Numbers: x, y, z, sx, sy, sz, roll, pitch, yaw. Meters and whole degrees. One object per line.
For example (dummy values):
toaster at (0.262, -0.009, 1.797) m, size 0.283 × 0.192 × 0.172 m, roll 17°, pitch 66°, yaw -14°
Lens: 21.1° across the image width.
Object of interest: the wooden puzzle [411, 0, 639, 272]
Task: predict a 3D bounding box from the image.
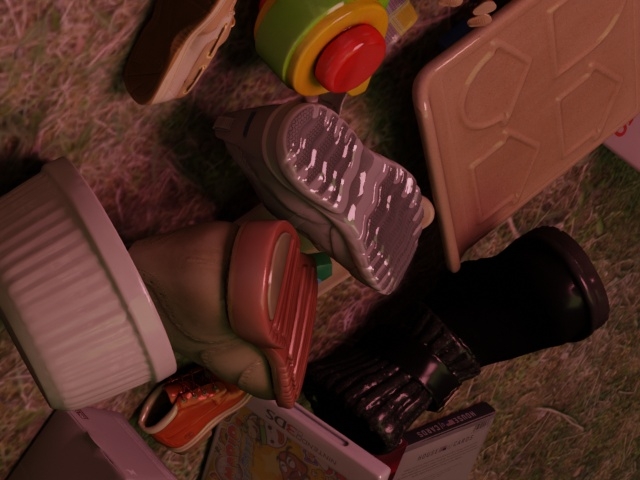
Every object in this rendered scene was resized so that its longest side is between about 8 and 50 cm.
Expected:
wooden puzzle at (0.222, -0.170, 1.835) m, size 0.348 × 0.080 × 0.322 m, roll -42°, pitch 149°, yaw -17°

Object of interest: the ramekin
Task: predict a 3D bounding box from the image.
ramekin at (-0.216, 0.044, 1.438) m, size 0.109 × 0.207 × 0.207 m, roll -27°, pitch 145°, yaw -12°

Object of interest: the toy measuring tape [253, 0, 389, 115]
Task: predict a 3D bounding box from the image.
toy measuring tape at (-0.015, -0.148, 1.555) m, size 0.121 × 0.121 × 0.330 m, roll -25°, pitch 153°, yaw -31°

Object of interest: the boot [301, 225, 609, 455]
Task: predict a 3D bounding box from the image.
boot at (0.143, 0.119, 1.884) m, size 0.260 × 0.131 × 0.348 m, roll -32°, pitch -179°, yaw -24°

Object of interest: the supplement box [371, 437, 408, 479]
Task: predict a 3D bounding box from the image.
supplement box at (0.009, 0.333, 2.141) m, size 0.130 × 0.073 × 0.239 m, roll -14°, pitch 135°, yaw -39°

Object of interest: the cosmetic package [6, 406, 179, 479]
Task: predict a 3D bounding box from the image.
cosmetic package at (-0.262, 0.293, 1.729) m, size 0.238 × 0.127 × 0.107 m, roll -51°, pitch 148°, yaw 10°

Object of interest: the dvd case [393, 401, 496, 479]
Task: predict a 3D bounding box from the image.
dvd case at (0.136, 0.335, 2.334) m, size 0.179 × 0.029 × 0.239 m, roll -15°, pitch 136°, yaw -40°

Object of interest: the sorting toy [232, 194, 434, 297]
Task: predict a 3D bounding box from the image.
sorting toy at (0.000, 0.000, 1.730) m, size 0.193 × 0.038 × 0.208 m, roll -33°, pitch 153°, yaw 18°

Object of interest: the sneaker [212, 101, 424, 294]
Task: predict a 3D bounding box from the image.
sneaker at (0.005, -0.049, 1.585) m, size 0.105 × 0.115 × 0.281 m, roll -61°, pitch 142°, yaw -19°

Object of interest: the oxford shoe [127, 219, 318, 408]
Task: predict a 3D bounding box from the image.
oxford shoe at (-0.086, 0.063, 1.630) m, size 0.397 × 0.146 × 0.140 m, roll 76°, pitch 22°, yaw -68°

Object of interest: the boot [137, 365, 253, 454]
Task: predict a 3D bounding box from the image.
boot at (-0.123, 0.156, 1.805) m, size 0.158 × 0.059 × 0.084 m, roll -48°, pitch 143°, yaw 4°

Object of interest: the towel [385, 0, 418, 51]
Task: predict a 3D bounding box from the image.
towel at (0.063, -0.216, 1.650) m, size 0.060 × 0.009 × 0.083 m, roll -43°, pitch 148°, yaw -4°

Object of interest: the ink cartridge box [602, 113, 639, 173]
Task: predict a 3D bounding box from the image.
ink cartridge box at (0.492, -0.123, 2.012) m, size 0.115 × 0.273 × 0.198 m, roll 3°, pitch 124°, yaw -54°

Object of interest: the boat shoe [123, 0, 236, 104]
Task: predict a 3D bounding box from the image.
boat shoe at (-0.104, -0.186, 1.444) m, size 0.059 × 0.063 × 0.170 m, roll -4°, pitch 138°, yaw -51°

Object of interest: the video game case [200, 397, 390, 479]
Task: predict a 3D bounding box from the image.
video game case at (-0.038, 0.280, 1.900) m, size 0.026 × 0.206 × 0.227 m, roll -33°, pitch 149°, yaw -47°

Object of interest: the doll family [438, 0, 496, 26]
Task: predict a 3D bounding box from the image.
doll family at (0.124, -0.286, 1.558) m, size 0.076 × 0.111 × 0.193 m, roll -2°, pitch 150°, yaw -6°
